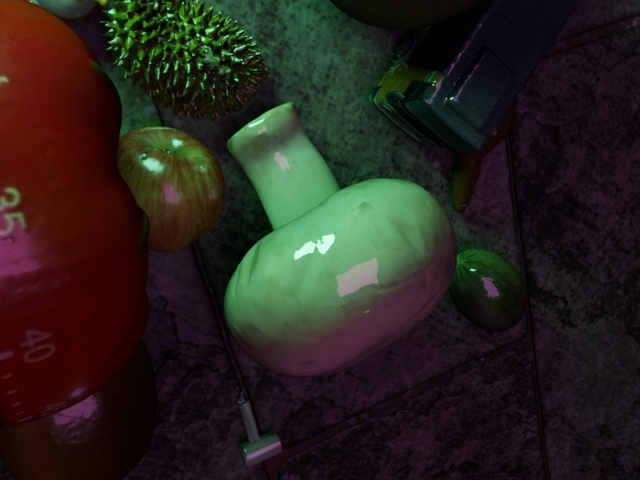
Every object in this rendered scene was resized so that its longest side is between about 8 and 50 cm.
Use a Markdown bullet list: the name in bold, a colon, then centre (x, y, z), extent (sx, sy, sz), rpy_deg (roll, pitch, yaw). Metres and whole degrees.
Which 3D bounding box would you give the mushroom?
- **mushroom**: centre (0.023, 0.022, 0.788), extent (0.315, 0.315, 0.356), rpy_deg (-23, 127, -15)

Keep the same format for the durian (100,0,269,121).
- **durian**: centre (-0.152, -0.214, 0.733), extent (0.220, 0.095, 0.137), rpy_deg (35, 88, -38)

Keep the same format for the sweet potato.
- **sweet potato**: centre (0.248, -0.167, 0.949), extent (0.074, 0.075, 0.270), rpy_deg (6, 108, -24)

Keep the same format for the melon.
- **melon**: centre (0.273, 0.084, 1.016), extent (0.114, 0.114, 0.167), rpy_deg (-44, 117, -5)

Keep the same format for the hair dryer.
- **hair dryer**: centre (-0.104, 0.286, 0.973), extent (0.063, 0.038, 0.125), rpy_deg (-19, 106, -18)

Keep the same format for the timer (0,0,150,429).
- **timer**: centre (-0.310, -0.021, 0.553), extent (0.279, 0.378, 0.378), rpy_deg (-13, 111, -27)

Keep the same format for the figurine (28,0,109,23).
- **figurine**: centre (-0.302, -0.300, 0.676), extent (0.101, 0.068, 0.143), rpy_deg (-45, 114, -24)

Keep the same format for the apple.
- **apple**: centre (-0.189, -0.060, 0.760), extent (0.146, 0.146, 0.131), rpy_deg (-1, 127, -23)

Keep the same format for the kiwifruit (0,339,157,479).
- **kiwifruit**: centre (-0.299, 0.190, 0.768), extent (0.195, 0.196, 0.234), rpy_deg (-4, 105, -22)

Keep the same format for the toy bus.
- **toy bus**: centre (0.208, -0.262, 0.848), extent (0.138, 0.167, 0.275), rpy_deg (33, 93, -28)

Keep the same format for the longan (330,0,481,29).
- **longan**: centre (0.108, -0.401, 0.697), extent (0.318, 0.319, 0.319), rpy_deg (-7, 109, -21)
